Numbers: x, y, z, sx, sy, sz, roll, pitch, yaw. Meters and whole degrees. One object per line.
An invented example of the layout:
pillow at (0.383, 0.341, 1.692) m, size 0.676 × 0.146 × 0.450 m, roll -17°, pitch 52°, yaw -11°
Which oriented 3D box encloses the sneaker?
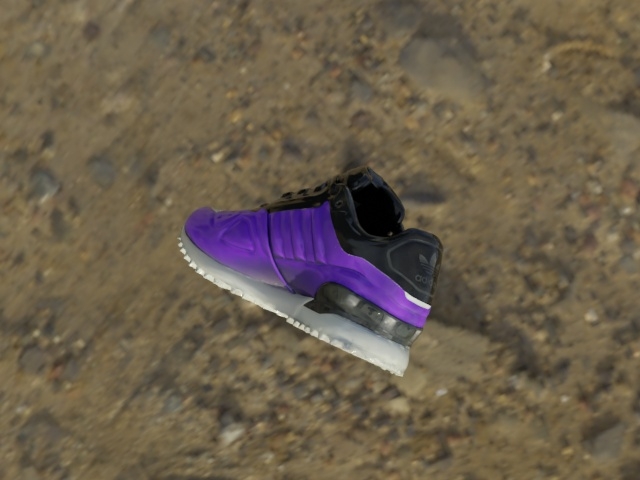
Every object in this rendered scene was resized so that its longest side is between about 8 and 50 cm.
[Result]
sneaker at (0.001, 0.000, 1.264) m, size 0.102 × 0.293 × 0.146 m, roll 26°, pitch 90°, yaw -44°
